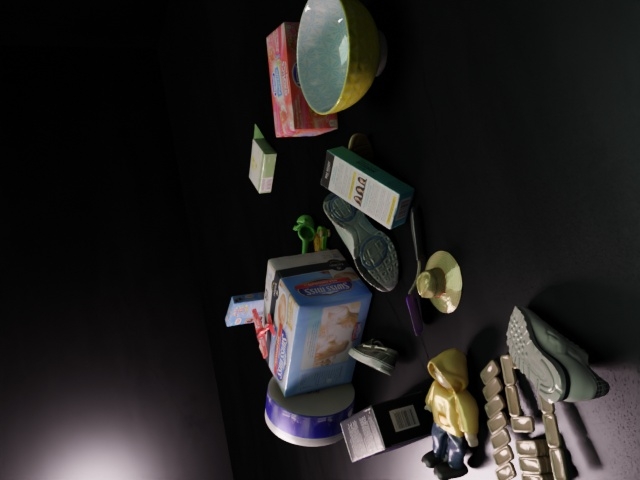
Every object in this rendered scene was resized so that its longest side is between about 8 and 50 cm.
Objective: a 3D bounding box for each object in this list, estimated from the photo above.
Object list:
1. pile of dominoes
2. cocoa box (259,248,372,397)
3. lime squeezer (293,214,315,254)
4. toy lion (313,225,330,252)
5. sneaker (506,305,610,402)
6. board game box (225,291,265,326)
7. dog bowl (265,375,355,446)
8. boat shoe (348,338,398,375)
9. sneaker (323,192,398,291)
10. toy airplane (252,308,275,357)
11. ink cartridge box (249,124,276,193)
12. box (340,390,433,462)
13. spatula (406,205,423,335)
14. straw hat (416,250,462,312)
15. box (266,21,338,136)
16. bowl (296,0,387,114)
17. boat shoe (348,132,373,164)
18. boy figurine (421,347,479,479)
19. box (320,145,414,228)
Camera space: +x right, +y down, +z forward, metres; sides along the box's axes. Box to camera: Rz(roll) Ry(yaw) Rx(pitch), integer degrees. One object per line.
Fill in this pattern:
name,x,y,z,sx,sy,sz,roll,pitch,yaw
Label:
pile of dominoes,0.392,0.341,1.156,0.196,0.040,0.251,142,126,-62
cocoa box,-0.024,0.239,1.758,0.228,0.231,0.347,-127,38,-48
lime squeezer,-0.059,-0.017,1.916,0.110,0.058,0.310,-52,22,18
toy lion,0.000,0.000,1.889,0.096,0.034,0.100,-130,40,-61
sneaker,0.395,0.193,1.038,0.235,0.094,0.090,-102,12,-62
board game box,-0.235,0.249,2.236,0.039,0.211,0.160,66,150,31
dog bowl,-0.030,0.484,1.798,0.265,0.264,0.104,40,130,56
boat shoe,0.146,0.303,1.615,0.070,0.077,0.219,-63,20,-9
sneaker,0.116,0.003,1.576,0.297,0.111,0.129,62,180,20
toy airplane,-0.163,0.257,1.750,0.151,0.028,0.151,172,90,-66
ink cartridge box,-0.238,-0.312,2.286,0.235,0.056,0.171,54,143,43
box,0.165,0.468,1.512,0.207,0.153,0.108,124,132,-56
spatula,0.222,0.069,1.409,0.030,0.084,0.297,2,92,22
straw hat,0.248,0.095,1.343,0.144,0.061,0.145,27,121,60
box,-0.055,-0.458,1.748,0.154,0.142,0.300,-176,80,-65
bowl,0.068,-0.455,1.470,0.289,0.156,0.290,26,119,60
boat shoe,0.100,-0.184,1.588,0.072,0.068,0.190,-160,65,-75
boy figurine,0.282,0.375,1.312,0.177,0.092,0.285,-143,48,-61
box,0.110,-0.133,1.487,0.244,0.060,0.101,37,131,32
